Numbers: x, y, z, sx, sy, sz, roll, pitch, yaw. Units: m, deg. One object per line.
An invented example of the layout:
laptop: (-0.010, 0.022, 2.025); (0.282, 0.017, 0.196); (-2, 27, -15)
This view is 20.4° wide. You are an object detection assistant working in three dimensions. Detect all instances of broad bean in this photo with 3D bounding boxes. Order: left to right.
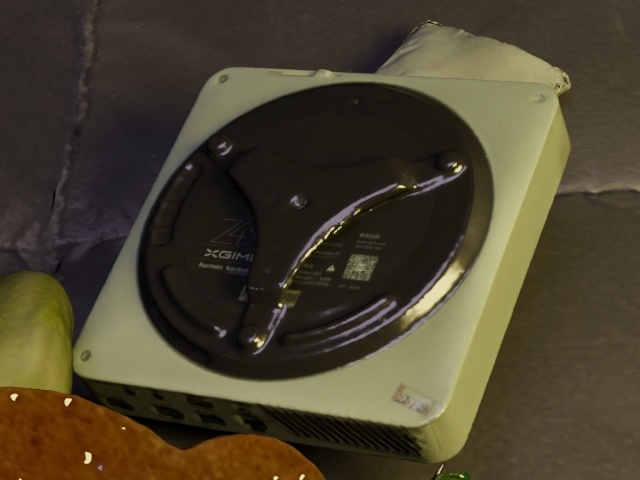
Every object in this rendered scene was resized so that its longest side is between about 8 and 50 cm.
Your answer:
broad bean: (-0.210, 0.116, 1.041); (0.121, 0.189, 0.263); (25, 31, -24)

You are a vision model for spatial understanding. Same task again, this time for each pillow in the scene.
pillow: (0.069, -0.071, 1.245); (0.128, 0.051, 0.229); (25, 55, 25)

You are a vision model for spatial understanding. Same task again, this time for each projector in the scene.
projector: (0.000, 0.000, 1.113); (0.257, 0.079, 0.259); (5, 56, 27)

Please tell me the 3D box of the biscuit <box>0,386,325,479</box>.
biscuit: (-0.091, 0.216, 0.891); (0.367, 0.063, 0.314); (35, 44, -3)

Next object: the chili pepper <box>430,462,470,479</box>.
chili pepper: (0.146, 0.207, 0.962); (0.227, 0.059, 0.088); (24, 92, 25)
